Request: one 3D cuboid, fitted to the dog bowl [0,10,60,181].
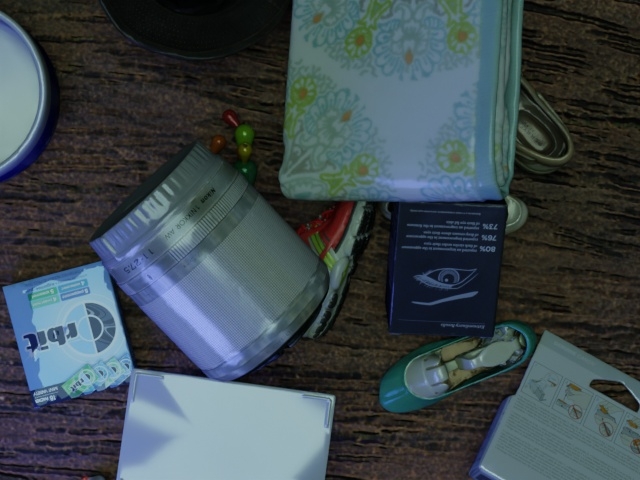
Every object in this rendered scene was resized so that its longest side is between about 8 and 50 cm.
[{"bbox_3d":[-0.514,-0.208,1.866,0.265,0.104,0.264,0,89,1],"label":"dog bowl"}]

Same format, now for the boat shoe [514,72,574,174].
[{"bbox_3d":[0.229,-0.228,1.852,0.341,0.110,0.121,38,90,1],"label":"boat shoe"}]

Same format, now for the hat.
[{"bbox_3d":[-0.183,-0.393,1.848,0.331,0.134,0.331,3,77,-14],"label":"hat"}]

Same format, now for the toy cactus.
[{"bbox_3d":[-0.136,-0.061,1.853,0.180,0.112,0.219,35,88,9],"label":"toy cactus"}]

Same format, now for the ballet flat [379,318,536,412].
[{"bbox_3d":[0.194,0.176,1.860,0.247,0.087,0.083,-23,84,1],"label":"ballet flat"}]

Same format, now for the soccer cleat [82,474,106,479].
[{"bbox_3d":[-0.374,0.421,1.883,0.196,0.068,0.076,-43,104,1],"label":"soccer cleat"}]

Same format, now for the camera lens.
[{"bbox_3d":[-0.140,0.033,1.720,0.219,0.219,0.274,-43,102,0],"label":"camera lens"}]

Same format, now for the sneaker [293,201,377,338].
[{"bbox_3d":[0.000,0.000,1.861,0.118,0.107,0.279,22,87,12],"label":"sneaker"}]

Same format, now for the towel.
[{"bbox_3d":[0.109,-0.237,1.737,0.321,0.090,0.374,1,82,29],"label":"towel"}]

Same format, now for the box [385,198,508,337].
[{"bbox_3d":[0.172,0.023,1.818,0.153,0.108,0.207,4,112,-2],"label":"box"}]

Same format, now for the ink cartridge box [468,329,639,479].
[{"bbox_3d":[0.386,0.298,1.873,0.275,0.060,0.239,29,65,1],"label":"ink cartridge box"}]

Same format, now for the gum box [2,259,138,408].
[{"bbox_3d":[-0.362,0.136,1.892,0.157,0.041,0.184,-15,88,0],"label":"gum box"}]

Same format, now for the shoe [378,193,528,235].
[{"bbox_3d":[0.193,-0.042,1.876,0.219,0.058,0.076,4,89,1],"label":"shoe"}]

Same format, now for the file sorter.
[{"bbox_3d":[-0.129,0.287,1.822,0.278,0.173,0.192,8,89,1],"label":"file sorter"}]
